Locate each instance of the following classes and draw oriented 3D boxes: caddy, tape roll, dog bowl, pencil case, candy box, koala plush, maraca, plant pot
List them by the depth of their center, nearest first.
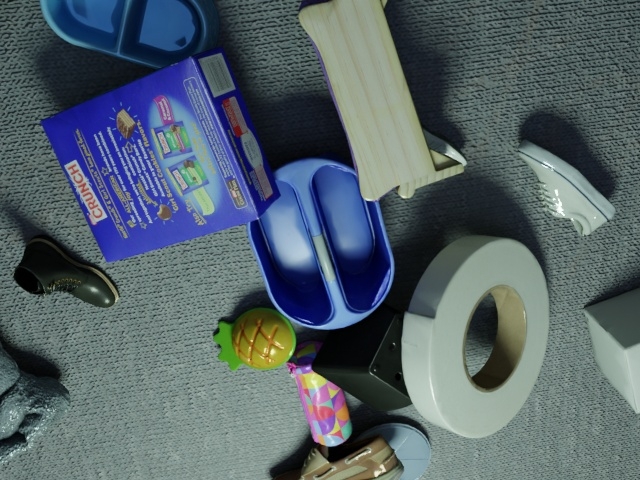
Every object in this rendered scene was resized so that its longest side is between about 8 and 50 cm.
[{"bbox_3d":[-0.316,-0.373,1.072,0.297,0.074,0.166,15,110,-11],"label":"dog bowl"},{"bbox_3d":[-0.263,-0.135,1.079,0.317,0.122,0.268,-14,106,23],"label":"candy box"},{"bbox_3d":[0.000,0.000,1.205,0.241,0.179,0.342,-17,113,2],"label":"caddy"},{"bbox_3d":[0.310,0.182,1.255,0.391,0.072,0.392,-7,101,-40],"label":"tape roll"},{"bbox_3d":[-0.625,0.287,1.263,0.203,0.196,0.221,-28,113,-7],"label":"koala plush"},{"bbox_3d":[0.129,0.223,1.279,0.187,0.167,0.188,36,71,-19],"label":"plant pot"},{"bbox_3d":[-0.135,0.203,1.321,0.185,0.099,0.127,-14,88,22],"label":"maraca"},{"bbox_3d":[-0.004,0.326,1.384,0.104,0.104,0.236,-18,113,2],"label":"pencil case"}]

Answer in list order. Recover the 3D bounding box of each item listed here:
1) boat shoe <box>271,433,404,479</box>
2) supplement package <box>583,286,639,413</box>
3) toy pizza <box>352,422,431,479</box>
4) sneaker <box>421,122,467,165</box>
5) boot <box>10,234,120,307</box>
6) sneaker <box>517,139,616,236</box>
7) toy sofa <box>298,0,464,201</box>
[{"bbox_3d":[0.024,0.499,1.440,0.324,0.123,0.117,-21,93,21],"label":"boat shoe"},{"bbox_3d":[0.744,0.200,1.368,0.292,0.177,0.175,-21,114,3],"label":"supplement package"},{"bbox_3d":[0.156,0.501,1.510,0.201,0.032,0.201,-3,113,-6],"label":"toy pizza"},{"bbox_3d":[0.206,-0.175,1.226,0.152,0.054,0.061,29,112,-8],"label":"sneaker"},{"bbox_3d":[-0.478,0.088,1.212,0.198,0.137,0.077,36,105,-19],"label":"boot"},{"bbox_3d":[0.466,-0.094,1.261,0.258,0.094,0.091,35,100,-19],"label":"sneaker"},{"bbox_3d":[0.096,-0.256,1.095,0.177,0.150,0.363,-21,103,4],"label":"toy sofa"}]
